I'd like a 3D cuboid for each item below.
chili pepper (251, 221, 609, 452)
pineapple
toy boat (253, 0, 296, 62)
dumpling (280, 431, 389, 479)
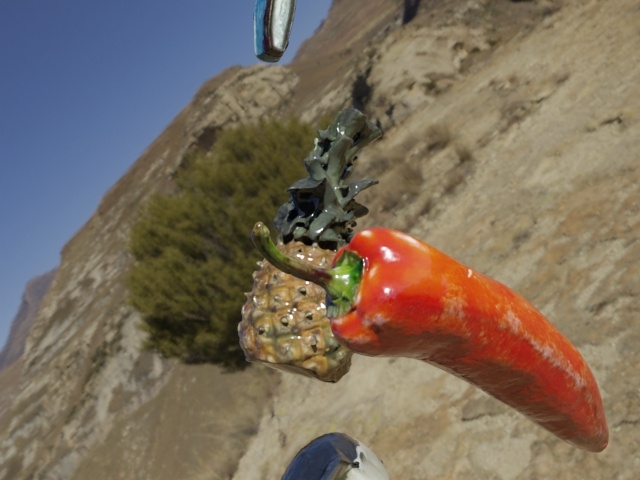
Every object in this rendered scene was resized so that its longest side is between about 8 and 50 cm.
[{"bbox_3d":[0.076,0.051,0.381,0.071,0.272,0.063,-35,36,43],"label":"chili pepper"},{"bbox_3d":[0.000,0.000,0.827,0.170,0.141,0.310,48,-127,-67],"label":"pineapple"},{"bbox_3d":[-0.069,-0.322,1.024,0.061,0.060,0.137,5,90,54],"label":"toy boat"},{"bbox_3d":[-0.010,0.387,1.072,0.227,0.243,0.175,-41,38,-5],"label":"dumpling"}]
